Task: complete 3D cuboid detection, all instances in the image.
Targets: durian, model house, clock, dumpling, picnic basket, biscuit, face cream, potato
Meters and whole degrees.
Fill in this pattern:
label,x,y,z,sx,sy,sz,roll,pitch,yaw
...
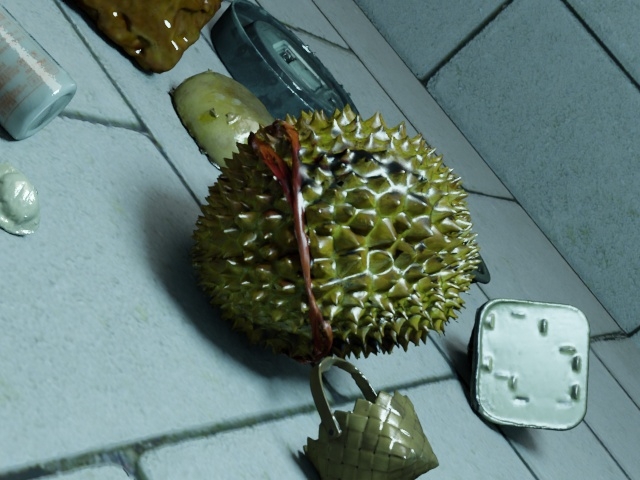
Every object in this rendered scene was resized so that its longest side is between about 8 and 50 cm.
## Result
label,x,y,z,sx,sy,sz,roll,pitch,yaw
durian,0.017,-0.002,1.545,0.384,0.347,0.347,-12,58,-40
model house,0.346,0.236,2.158,0.205,0.218,0.278,7,-13,-3
clock,-0.063,-0.325,2.436,0.386,0.076,0.386,42,19,-18
dumpling,-0.333,-0.041,1.293,0.059,0.077,0.043,-24,26,-36
picnic basket,0.043,0.221,1.443,0.128,0.138,0.178,14,43,-58
biscuit,-0.320,-0.475,2.023,0.342,0.166,0.395,44,17,-19
face cream,-0.410,-0.241,1.435,0.251,0.101,0.101,46,18,-2
potato,-0.136,-0.175,1.933,0.243,0.098,0.138,43,20,-10

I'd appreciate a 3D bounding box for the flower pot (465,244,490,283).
label,x,y,z,sx,sy,sz,roll,pitch,yaw
flower pot,0.172,0.025,2.126,0.235,0.148,0.235,45,15,-15
